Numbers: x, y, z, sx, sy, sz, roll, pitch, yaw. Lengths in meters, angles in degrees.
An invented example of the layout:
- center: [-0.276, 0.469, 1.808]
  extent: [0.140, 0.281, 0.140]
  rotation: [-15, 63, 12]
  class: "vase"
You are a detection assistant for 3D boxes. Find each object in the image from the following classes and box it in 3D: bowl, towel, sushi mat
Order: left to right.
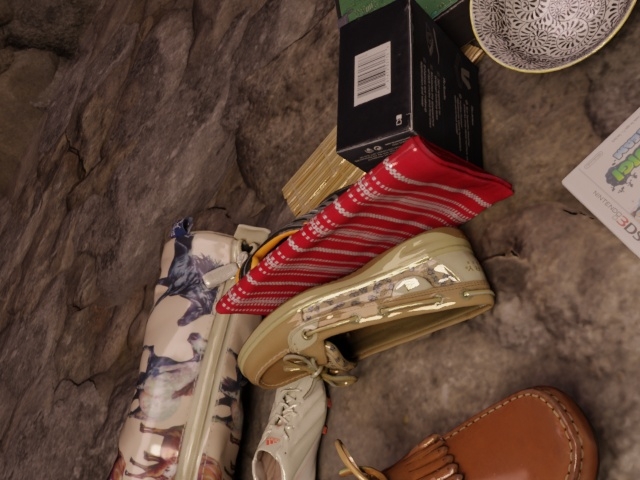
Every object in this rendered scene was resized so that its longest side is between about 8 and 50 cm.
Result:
- center: [0.048, 0.005, 0.679]
  extent: [0.275, 0.199, 0.031]
  rotation: [-39, 62, 27]
  class: "towel"
- center: [0.069, -0.146, 0.880]
  extent: [0.316, 0.019, 0.151]
  rotation: [-49, 39, 15]
  class: "sushi mat"
- center: [0.246, -0.244, 0.678]
  extent: [0.170, 0.080, 0.170]
  rotation: [-4, 83, 38]
  class: "bowl"

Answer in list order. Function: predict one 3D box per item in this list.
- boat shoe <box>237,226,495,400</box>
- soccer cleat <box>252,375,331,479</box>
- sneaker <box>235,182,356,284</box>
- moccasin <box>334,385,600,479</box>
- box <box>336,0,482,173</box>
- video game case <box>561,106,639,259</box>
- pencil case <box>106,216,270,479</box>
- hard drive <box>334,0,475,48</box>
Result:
- center: [0.037, 0.090, 0.690]
  extent: [0.285, 0.104, 0.089]
  rotation: [-33, 58, 18]
  class: "boat shoe"
- center: [-0.035, 0.214, 0.731]
  extent: [0.068, 0.076, 0.196]
  rotation: [-23, 52, 38]
  class: "soccer cleat"
- center: [0.000, 0.000, 0.764]
  extent: [0.215, 0.084, 0.083]
  rotation: [-38, -7, -14]
  class: "sneaker"
- center: [0.057, 0.247, 0.552]
  extent: [0.380, 0.147, 0.139]
  rotation: [-40, 43, 25]
  class: "moccasin"
- center: [0.098, -0.142, 0.715]
  extent: [0.093, 0.158, 0.156]
  rotation: [-13, 64, 36]
  class: "box"
- center: [0.306, -0.064, 0.566]
  extent: [0.157, 0.019, 0.143]
  rotation: [-47, 41, 18]
  class: "video game case"
- center: [-0.153, 0.181, 0.809]
  extent: [0.183, 0.160, 0.410]
  rotation: [122, 159, -64]
  class: "pencil case"
- center: [0.170, -0.344, 0.833]
  extent: [0.339, 0.064, 0.236]
  rotation: [-31, 44, 27]
  class: "hard drive"
